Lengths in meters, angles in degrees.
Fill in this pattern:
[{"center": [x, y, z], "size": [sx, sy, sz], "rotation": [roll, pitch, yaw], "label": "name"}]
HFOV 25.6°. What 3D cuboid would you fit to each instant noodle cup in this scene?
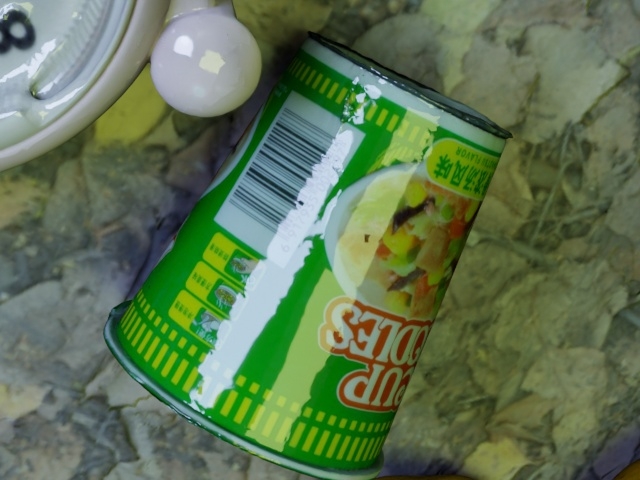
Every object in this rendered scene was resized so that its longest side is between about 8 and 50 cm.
[{"center": [0.000, 0.000, 0.893], "size": [0.207, 0.207, 0.233], "rotation": [22, 101, -27], "label": "instant noodle cup"}]

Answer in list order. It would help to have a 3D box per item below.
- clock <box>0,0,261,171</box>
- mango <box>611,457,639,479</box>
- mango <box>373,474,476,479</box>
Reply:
[{"center": [-0.224, -0.176, 0.728], "size": [0.325, 0.184, 0.342], "rotation": [-18, 116, -3], "label": "clock"}, {"center": [0.266, 0.268, 1.159], "size": [0.147, 0.109, 0.227], "rotation": [20, 111, -30], "label": "mango"}, {"center": [0.057, 0.225, 1.089], "size": [0.190, 0.075, 0.098], "rotation": [-10, 135, -18], "label": "mango"}]
